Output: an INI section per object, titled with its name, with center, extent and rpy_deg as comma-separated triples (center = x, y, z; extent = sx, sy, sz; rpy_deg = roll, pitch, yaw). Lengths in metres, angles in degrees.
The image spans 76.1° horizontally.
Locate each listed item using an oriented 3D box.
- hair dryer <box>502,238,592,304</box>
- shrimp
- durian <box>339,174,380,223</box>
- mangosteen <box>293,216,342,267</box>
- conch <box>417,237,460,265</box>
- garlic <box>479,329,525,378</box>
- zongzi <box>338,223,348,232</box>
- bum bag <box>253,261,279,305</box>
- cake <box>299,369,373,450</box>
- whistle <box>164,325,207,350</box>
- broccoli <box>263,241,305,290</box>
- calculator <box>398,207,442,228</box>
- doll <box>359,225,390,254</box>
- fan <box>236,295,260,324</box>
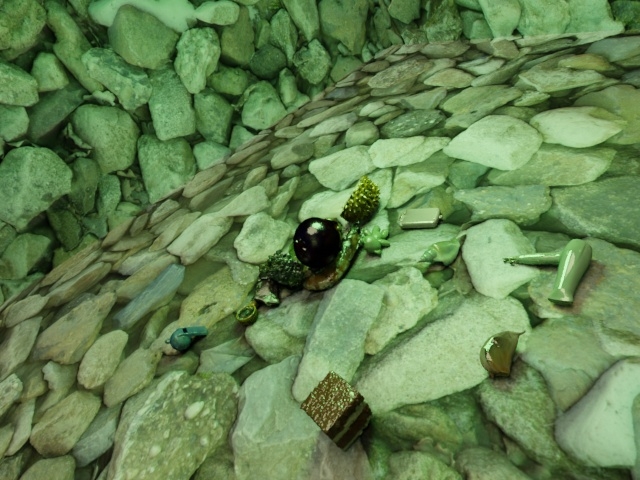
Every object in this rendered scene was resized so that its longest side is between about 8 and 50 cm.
[hair dryer]
center = 0.644, 0.084, 1.205
extent = 0.237, 0.075, 0.206
rpy_deg = 7, 53, 51
[shrimp]
center = 0.041, 0.054, 1.651
extent = 0.233, 0.071, 0.365
rpy_deg = -1, 48, 42
[durian]
center = 0.179, -0.169, 1.758
extent = 0.249, 0.138, 0.183
rpy_deg = -51, 8, -28
[mangosteen]
center = 0.000, 0.000, 1.548
extent = 0.194, 0.194, 0.230
rpy_deg = 4, 20, 38
[conch]
center = 0.409, 0.042, 1.403
extent = 0.180, 0.065, 0.088
rpy_deg = -25, 32, -11
[garlic]
center = 0.462, 0.286, 1.061
extent = 0.084, 0.066, 0.152
rpy_deg = 25, 60, 18
[zongzi]
center = 0.038, -0.034, 1.789
extent = 0.154, 0.062, 0.130
rpy_deg = -25, -6, -27
[bum bag]
center = -0.209, 0.169, 1.660
extent = 0.102, 0.069, 0.248
rpy_deg = 17, 34, -13
[cake]
center = 0.047, 0.444, 1.060
extent = 0.135, 0.147, 0.134
rpy_deg = -41, 35, -18
[whistle]
center = -0.530, 0.388, 1.609
extent = 0.158, 0.090, 0.090
rpy_deg = 2, 22, -29
[broccoli]
center = -0.116, 0.070, 1.673
extent = 0.165, 0.145, 0.304
rpy_deg = 25, 26, 0
[calculator]
center = 0.394, -0.089, 1.612
extent = 0.175, 0.032, 0.100
rpy_deg = -1, 43, 34
[doll]
center = 0.216, -0.001, 1.604
extent = 0.115, 0.077, 0.150
rpy_deg = 33, 47, 11
[fan]
center = -0.268, 0.267, 1.606
extent = 0.082, 0.039, 0.155
rpy_deg = -7, 35, 29
